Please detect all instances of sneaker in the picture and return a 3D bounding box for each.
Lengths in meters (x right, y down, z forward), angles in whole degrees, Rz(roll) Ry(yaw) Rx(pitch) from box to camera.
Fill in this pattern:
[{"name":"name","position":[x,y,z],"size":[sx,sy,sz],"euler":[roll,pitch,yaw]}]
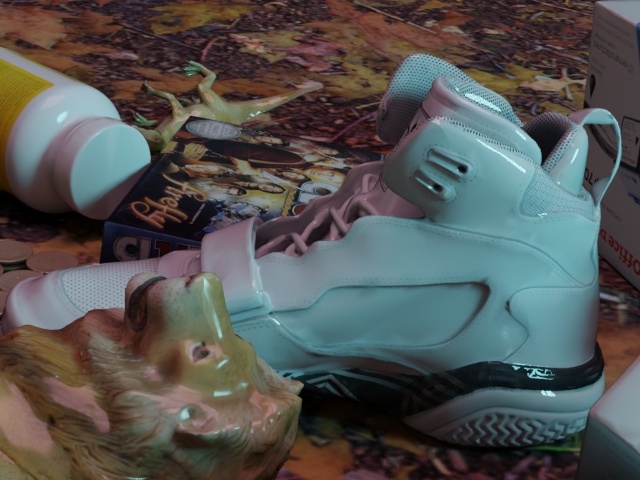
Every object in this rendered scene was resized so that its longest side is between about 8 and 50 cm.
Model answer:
[{"name":"sneaker","position":[0.000,0.000,0.881],"size":[0.366,0.210,0.137],"euler":[5,24,-5]}]

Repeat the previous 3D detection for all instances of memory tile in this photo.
[{"name":"memory tile","position":[-0.184,0.036,1.012],"size":[0.148,0.012,0.113],"euler":[13,25,18]}]

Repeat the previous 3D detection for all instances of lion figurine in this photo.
[{"name":"lion figurine","position":[-0.197,0.134,0.686],"size":[0.240,0.142,0.392],"euler":[25,44,22]}]

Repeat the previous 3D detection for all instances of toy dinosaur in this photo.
[{"name":"toy dinosaur","position":[-0.099,-0.113,1.332],"size":[0.183,0.053,0.092],"euler":[-20,49,-30]}]

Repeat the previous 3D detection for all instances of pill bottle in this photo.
[{"name":"pill bottle","position":[-0.217,-0.081,1.153],"size":[0.103,0.103,0.184],"euler":[-18,33,-41]}]

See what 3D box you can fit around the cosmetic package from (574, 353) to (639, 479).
[{"name":"cosmetic package","position":[0.181,0.091,0.676],"size":[0.117,0.231,0.085],"euler":[-45,69,-9]}]

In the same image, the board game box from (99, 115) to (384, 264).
[{"name":"board game box","position":[-0.049,-0.023,1.113],"size":[0.165,0.042,0.243],"euler":[12,23,4]}]

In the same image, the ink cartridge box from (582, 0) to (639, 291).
[{"name":"ink cartridge box","position":[0.259,-0.071,1.120],"size":[0.082,0.190,0.139],"euler":[-5,26,-17]}]

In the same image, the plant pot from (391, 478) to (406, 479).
[{"name":"plant pot","position":[0.066,0.189,0.559],"size":[0.166,0.165,0.234],"euler":[6,15,1]}]
